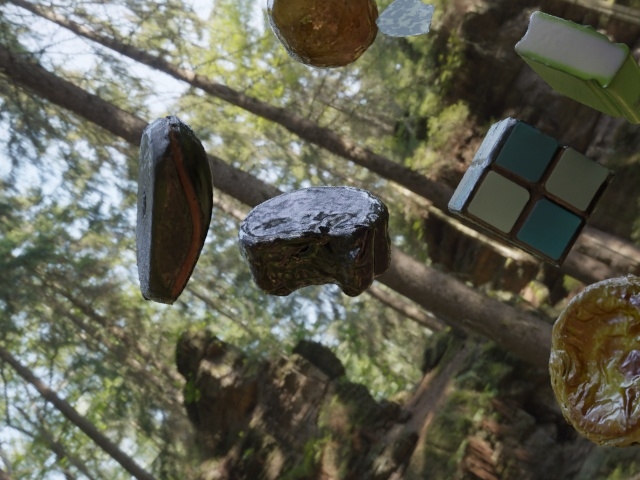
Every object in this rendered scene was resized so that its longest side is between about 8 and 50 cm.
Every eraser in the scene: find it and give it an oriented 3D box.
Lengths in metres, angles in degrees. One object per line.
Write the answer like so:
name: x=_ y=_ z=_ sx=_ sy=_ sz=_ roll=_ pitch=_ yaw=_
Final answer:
eraser: x=0.519 y=-0.327 z=1.409 sx=0.274 sy=0.210 sz=0.092 roll=13 pitch=-72 yaw=-58

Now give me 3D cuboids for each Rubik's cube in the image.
Rubik's cube: x=0.322 y=-0.078 z=1.150 sx=0.167 sy=0.183 sz=0.180 roll=-62 pitch=1 yaw=6

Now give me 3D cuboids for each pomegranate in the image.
pomegranate: x=0.004 y=-0.549 z=1.746 sx=0.281 sy=0.281 sz=0.281 roll=-39 pitch=-36 yaw=-35

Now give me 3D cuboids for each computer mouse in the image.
computer mouse: x=-0.237 y=-0.045 z=1.192 sx=0.116 sy=0.183 sz=0.323 roll=1 pitch=-61 yaw=-18

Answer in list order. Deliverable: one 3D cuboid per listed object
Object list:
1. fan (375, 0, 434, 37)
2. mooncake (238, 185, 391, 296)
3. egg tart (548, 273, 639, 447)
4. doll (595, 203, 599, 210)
fan: x=0.186 y=-0.487 z=1.590 sx=0.131 sy=0.240 sz=0.009 roll=-17 pitch=-53 yaw=7
mooncake: x=0.000 y=0.000 z=1.874 sx=0.351 sy=0.381 sz=0.212 roll=-58 pitch=-35 yaw=-48
egg tart: x=0.522 y=0.207 z=1.239 sx=0.116 sy=0.295 sz=0.295 roll=12 pitch=-73 yaw=-30
doll: x=0.611 y=-0.085 z=1.689 sx=0.083 sy=0.076 sz=0.051 roll=-5 pitch=-97 yaw=-69
